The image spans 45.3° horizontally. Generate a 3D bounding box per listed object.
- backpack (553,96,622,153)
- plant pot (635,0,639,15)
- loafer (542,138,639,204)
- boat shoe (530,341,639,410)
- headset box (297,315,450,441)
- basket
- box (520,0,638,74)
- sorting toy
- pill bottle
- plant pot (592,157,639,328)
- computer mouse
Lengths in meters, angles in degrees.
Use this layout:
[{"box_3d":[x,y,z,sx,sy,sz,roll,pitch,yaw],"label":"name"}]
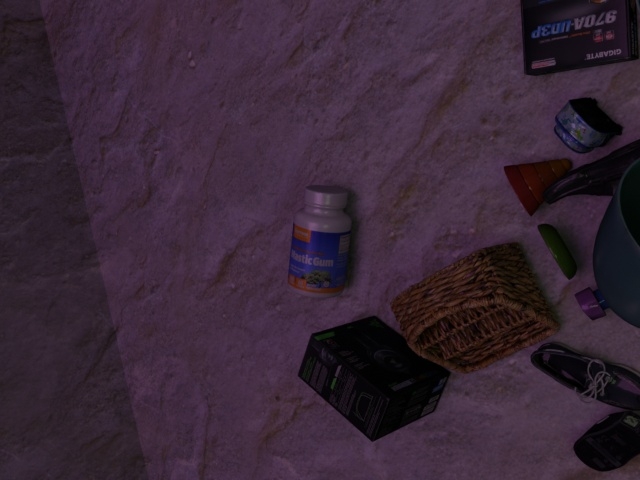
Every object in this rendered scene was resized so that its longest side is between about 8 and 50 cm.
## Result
[{"box_3d":[0.511,-0.221,1.498,0.105,0.114,0.084,54,128,22],"label":"backpack"},{"box_3d":[0.689,-0.423,1.240,0.293,0.196,0.293,4,96,41],"label":"plant pot"},{"box_3d":[0.540,-0.118,1.480,0.223,0.076,0.078,-26,84,19],"label":"loafer"},{"box_3d":[0.551,0.278,1.561,0.254,0.079,0.095,29,113,36],"label":"boat shoe"},{"box_3d":[0.122,0.318,1.859,0.283,0.246,0.131,36,120,35],"label":"headset box"},{"box_3d":[0.322,0.167,1.668,0.299,0.213,0.223,-35,72,41],"label":"basket"},{"box_3d":[0.507,-0.428,1.513,0.220,0.051,0.175,1,97,43],"label":"box"},{"box_3d":[0.511,-0.024,1.554,0.126,0.127,0.366,-31,72,17],"label":"sorting toy"},{"box_3d":[0.000,0.000,1.988,0.152,0.152,0.272,19,110,40],"label":"pill bottle"},{"box_3d":[0.612,0.026,1.332,0.293,0.293,0.235,53,157,24],"label":"plant pot"},{"box_3d":[0.639,0.398,1.514,0.184,0.060,0.262,37,135,6],"label":"computer mouse"}]
